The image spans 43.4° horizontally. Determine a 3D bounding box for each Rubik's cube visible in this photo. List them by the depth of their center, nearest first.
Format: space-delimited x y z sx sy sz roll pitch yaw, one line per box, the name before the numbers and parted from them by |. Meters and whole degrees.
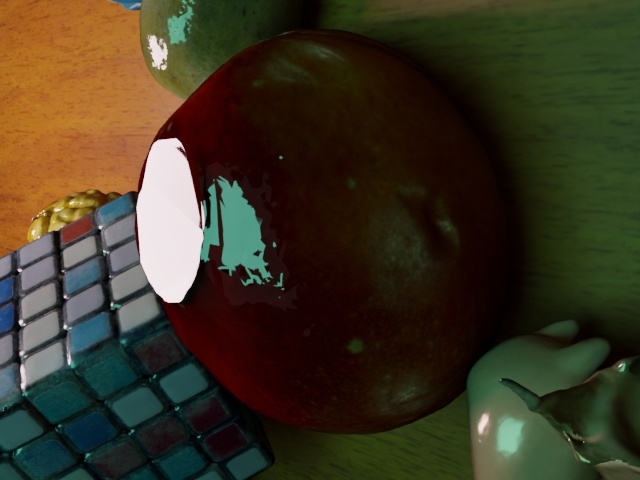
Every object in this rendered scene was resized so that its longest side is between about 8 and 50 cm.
Rubik's cube | -0.266 0.167 0.978 0.293 0.291 0.287 54 172 52

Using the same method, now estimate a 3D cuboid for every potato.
potato | -0.099 -0.271 0.895 0.159 0.174 0.251 39 112 38

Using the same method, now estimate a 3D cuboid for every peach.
peach | -0.015 -0.011 0.772 0.335 0.310 0.406 -16 86 45

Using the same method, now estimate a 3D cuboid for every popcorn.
popcorn | -0.320 0.042 1.191 0.250 0.190 0.250 19 149 12

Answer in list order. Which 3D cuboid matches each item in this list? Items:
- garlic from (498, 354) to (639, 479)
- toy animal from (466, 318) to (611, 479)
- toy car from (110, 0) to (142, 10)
garlic | 0.293 0.151 0.544 0.338 0.196 0.151 28 93 18
toy animal | 0.207 0.201 0.686 0.154 0.166 0.250 -26 97 4
toy car | -0.204 -0.408 0.958 0.190 0.188 0.255 10 104 36
